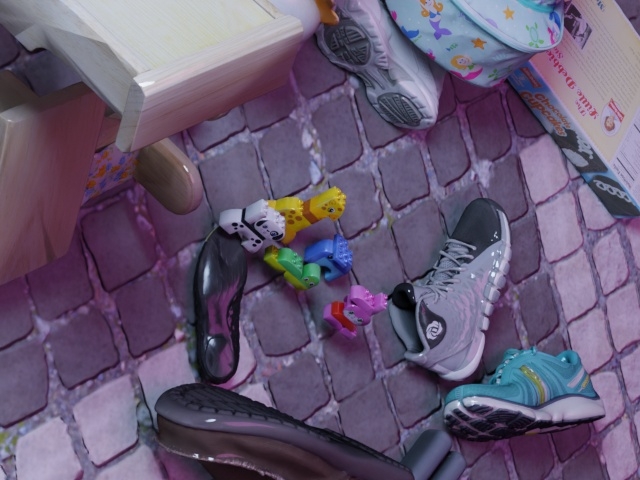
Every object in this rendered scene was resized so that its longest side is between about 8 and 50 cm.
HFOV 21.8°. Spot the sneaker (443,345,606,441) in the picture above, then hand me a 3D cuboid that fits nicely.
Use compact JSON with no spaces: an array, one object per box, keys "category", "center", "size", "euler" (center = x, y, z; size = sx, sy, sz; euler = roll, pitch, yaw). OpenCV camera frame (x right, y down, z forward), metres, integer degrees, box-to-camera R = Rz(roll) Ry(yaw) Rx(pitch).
[{"category":"sneaker","center":[0.246,0.189,2.082],"size":[0.275,0.107,0.110],"euler":[1,69,-47]}]

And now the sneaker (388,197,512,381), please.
[{"category":"sneaker","center":[0.149,0.047,1.987],"size":[0.132,0.086,0.229],"euler":[19,77,-38]}]

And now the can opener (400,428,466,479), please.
[{"category":"can opener","center":[0.090,0.337,1.928],"size":[0.280,0.093,0.074],"euler":[-51,121,-36]}]

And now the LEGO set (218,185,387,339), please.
[{"category":"LEGO set","center":[0.000,0.000,1.827],"size":[0.227,0.093,0.087],"euler":[42,35,-34]}]

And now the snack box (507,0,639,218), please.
[{"category":"snack box","center":[0.369,-0.200,2.206],"size":[0.322,0.060,0.187],"euler":[47,59,-32]}]

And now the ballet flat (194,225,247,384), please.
[{"category":"ballet flat","center":[-0.111,0.068,1.782],"size":[0.057,0.049,0.173],"euler":[6,79,-15]}]

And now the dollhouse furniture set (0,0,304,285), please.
[{"category":"dollhouse furniture set","center":[-0.207,-0.085,1.418],"size":[0.362,0.256,0.394],"euler":[-28,152,-40]}]

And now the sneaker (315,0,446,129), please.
[{"category":"sneaker","center":[0.072,-0.238,1.928],"size":[0.232,0.090,0.115],"euler":[52,50,-40]}]

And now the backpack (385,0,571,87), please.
[{"category":"backpack","center":[0.187,-0.312,1.903],"size":[0.225,0.191,0.253],"euler":[33,52,-27]}]

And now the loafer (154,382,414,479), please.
[{"category":"loafer","center":[-0.039,0.255,1.770],"size":[0.366,0.134,0.130],"euler":[27,86,-42]}]

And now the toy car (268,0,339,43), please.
[{"category":"toy car","center":[-0.081,-0.261,1.672],"size":[0.210,0.238,0.219],"euler":[49,58,-30]}]
